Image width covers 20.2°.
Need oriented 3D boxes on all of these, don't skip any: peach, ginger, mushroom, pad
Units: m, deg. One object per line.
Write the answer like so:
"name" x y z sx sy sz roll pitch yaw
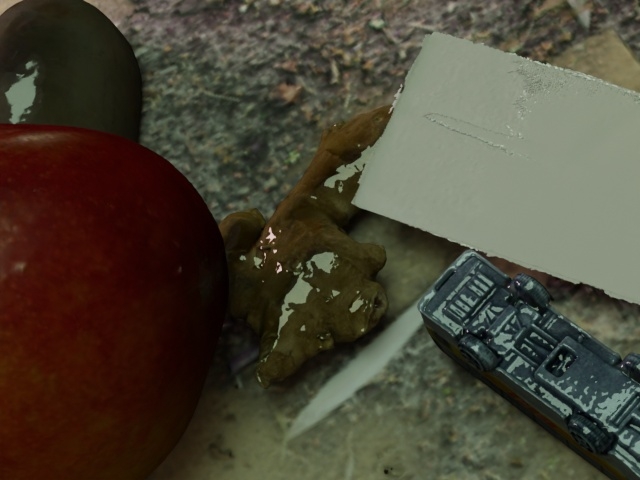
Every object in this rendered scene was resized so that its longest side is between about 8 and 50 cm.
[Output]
"peach" -0.184 0.034 1.086 0.245 0.274 0.249 -33 63 14
"ginger" 0.010 0.000 1.191 0.214 0.059 0.133 -41 51 -11
"mushroom" -0.201 -0.101 1.279 0.141 0.117 0.188 4 57 4
"pad" 0.151 -0.048 1.176 0.232 0.004 0.156 18 63 11

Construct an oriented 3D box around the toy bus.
"toy bus" 0.149 0.084 1.093 0.190 0.075 0.064 36 77 28
